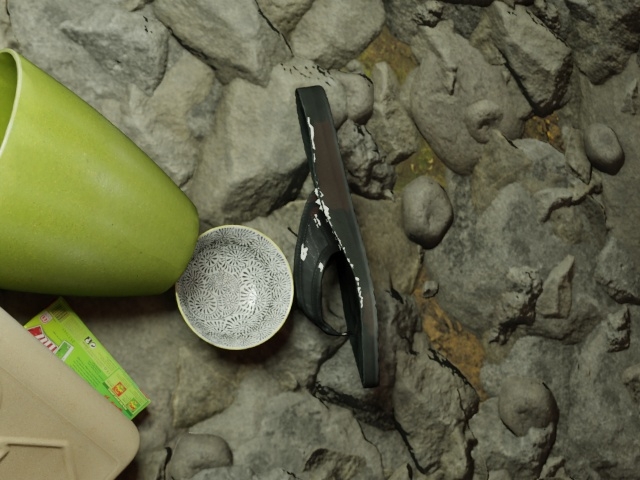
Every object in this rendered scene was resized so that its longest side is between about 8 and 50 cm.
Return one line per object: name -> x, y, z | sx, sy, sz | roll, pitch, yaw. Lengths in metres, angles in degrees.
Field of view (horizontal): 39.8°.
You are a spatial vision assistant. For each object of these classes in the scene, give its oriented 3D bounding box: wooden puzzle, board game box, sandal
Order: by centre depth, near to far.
wooden puzzle -> -0.423, 0.260, 0.996 | 0.348, 0.080, 0.322 | -49, 125, -16
board game box -> -0.315, 0.171, 1.139 | 0.092, 0.043, 0.181 | -43, 101, -25
sandal -> 0.000, -0.001, 1.279 | 0.107, 0.167, 0.446 | -12, 79, -5

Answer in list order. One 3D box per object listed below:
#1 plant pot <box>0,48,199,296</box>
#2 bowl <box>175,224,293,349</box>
plant pot -> -0.306, -0.042, 1.082 | 0.293, 0.274, 0.275 | 26, 70, -38
bowl -> -0.131, 0.068, 1.226 | 0.170, 0.080, 0.170 | 5, 79, -26
